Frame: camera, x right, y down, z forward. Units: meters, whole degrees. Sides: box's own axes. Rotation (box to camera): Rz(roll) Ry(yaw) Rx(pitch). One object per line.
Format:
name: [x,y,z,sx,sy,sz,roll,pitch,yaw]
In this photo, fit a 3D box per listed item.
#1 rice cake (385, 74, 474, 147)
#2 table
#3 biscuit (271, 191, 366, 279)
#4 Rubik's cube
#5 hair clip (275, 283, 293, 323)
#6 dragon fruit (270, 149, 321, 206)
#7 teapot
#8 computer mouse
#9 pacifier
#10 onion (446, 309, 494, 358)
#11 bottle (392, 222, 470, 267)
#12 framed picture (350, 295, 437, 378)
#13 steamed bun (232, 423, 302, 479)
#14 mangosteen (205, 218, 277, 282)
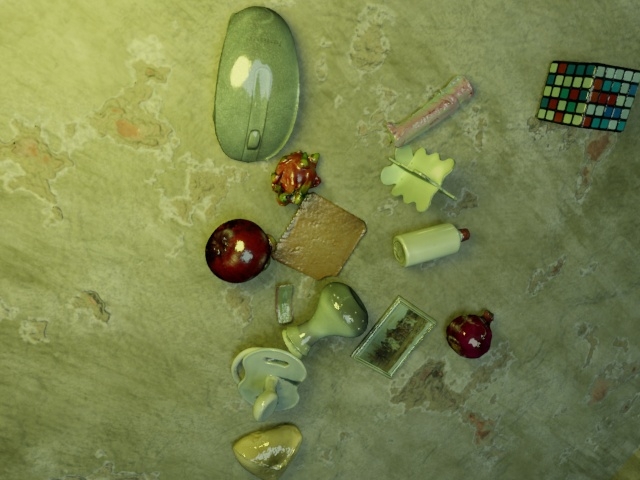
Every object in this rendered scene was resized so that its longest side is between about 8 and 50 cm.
rice cake: [0.313,-0.368,1.412,0.290,0.051,0.081,-34,120,-5]
table: [0.286,-0.174,1.399,0.166,0.198,0.167,-8,114,-18]
biscuit: [0.000,0.000,1.470,0.236,0.013,0.232,28,99,-27]
Rubik's cube: [0.802,-0.435,1.497,0.187,0.184,0.182,1,112,-20]
hair clip: [-0.108,0.189,1.502,0.054,0.022,0.137,-8,117,-18]
dragon fruit: [-0.066,-0.153,1.335,0.138,0.175,0.142,20,134,-17]
teapot: [0.011,0.247,1.500,0.250,0.183,0.183,-34,120,9]
computer mouse: [-0.157,-0.362,1.199,0.203,0.114,0.374,-3,114,-21]
pacifier: [-0.166,0.448,1.477,0.227,0.207,0.279,12,124,-4]
onion: [0.551,0.327,1.750,0.198,0.135,0.173,-37,123,-5]
bottle: [0.355,0.007,1.558,0.245,0.104,0.104,-15,116,-14]
framed picture: [0.256,0.340,1.710,0.217,0.017,0.274,32,98,-28]
steamed bun: [-0.155,0.713,1.659,0.212,0.110,0.231,-42,122,-1]
mangosteen: [-0.205,0.031,1.326,0.199,0.200,0.200,-8,114,-18]
